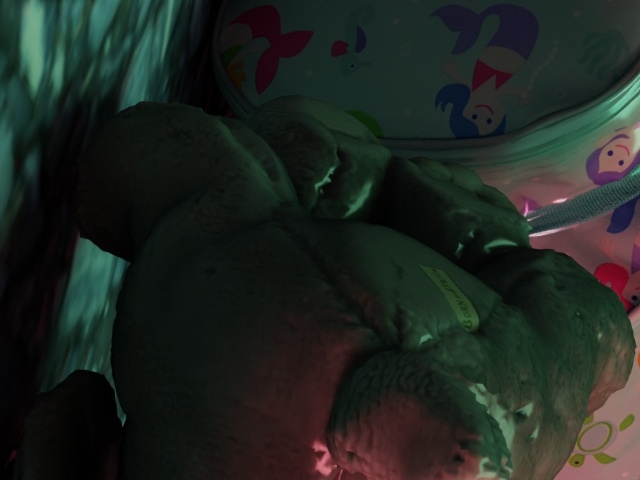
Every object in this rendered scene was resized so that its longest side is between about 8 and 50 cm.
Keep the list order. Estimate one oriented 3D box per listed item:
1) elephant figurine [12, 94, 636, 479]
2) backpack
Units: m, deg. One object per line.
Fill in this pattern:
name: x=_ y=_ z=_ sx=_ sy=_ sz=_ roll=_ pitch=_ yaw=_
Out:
elephant figurine: x=-0.024 y=0.093 z=0.526 sx=0.186 sy=0.169 sz=0.239 roll=-3 pitch=127 yaw=-55
backpack: x=0.066 y=-0.039 z=0.695 sx=0.191 sy=0.225 sz=0.253 roll=53 pitch=52 yaw=-54
